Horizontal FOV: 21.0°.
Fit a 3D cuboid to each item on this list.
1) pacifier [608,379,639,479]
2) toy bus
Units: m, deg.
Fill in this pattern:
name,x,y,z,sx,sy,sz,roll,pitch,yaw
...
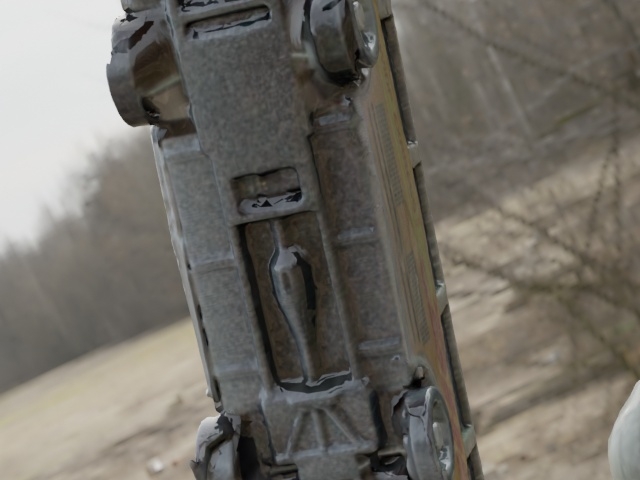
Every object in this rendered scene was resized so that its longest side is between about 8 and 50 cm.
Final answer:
name,x,y,z,sx,sy,sz,roll,pitch,yaw
pacifier,0.283,0.054,0.904,0.332,0.220,0.273,93,-162,-57
toy bus,0.000,0.000,0.689,0.097,0.342,0.138,-10,5,17
